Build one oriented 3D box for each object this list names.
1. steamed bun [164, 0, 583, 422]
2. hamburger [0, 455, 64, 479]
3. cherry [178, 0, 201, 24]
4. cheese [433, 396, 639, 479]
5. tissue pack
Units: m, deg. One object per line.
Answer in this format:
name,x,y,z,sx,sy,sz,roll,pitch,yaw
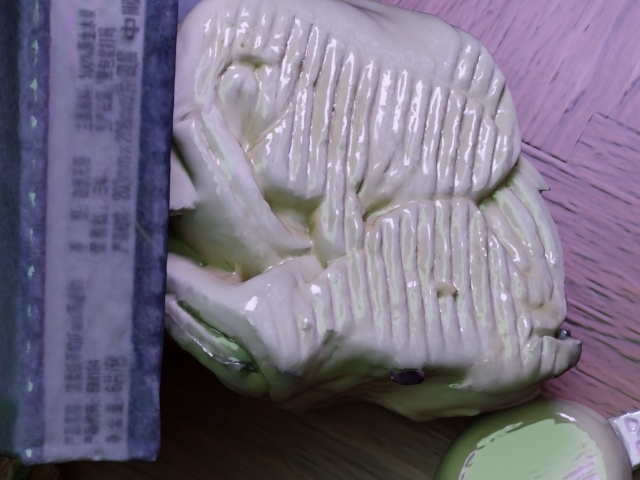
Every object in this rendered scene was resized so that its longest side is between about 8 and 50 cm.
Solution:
steamed bun,0.000,0.000,1.501,0.394,0.237,0.346,48,60,-9
hamburger,-0.327,0.176,1.575,0.208,0.135,0.155,42,82,20
cherry,-0.139,-0.212,1.613,0.255,0.218,0.296,44,105,-9
cheese,0.202,0.173,1.527,0.227,0.064,0.137,-26,75,2
tissue pack,-0.205,-0.055,1.395,0.124,0.288,0.394,2,93,-29
